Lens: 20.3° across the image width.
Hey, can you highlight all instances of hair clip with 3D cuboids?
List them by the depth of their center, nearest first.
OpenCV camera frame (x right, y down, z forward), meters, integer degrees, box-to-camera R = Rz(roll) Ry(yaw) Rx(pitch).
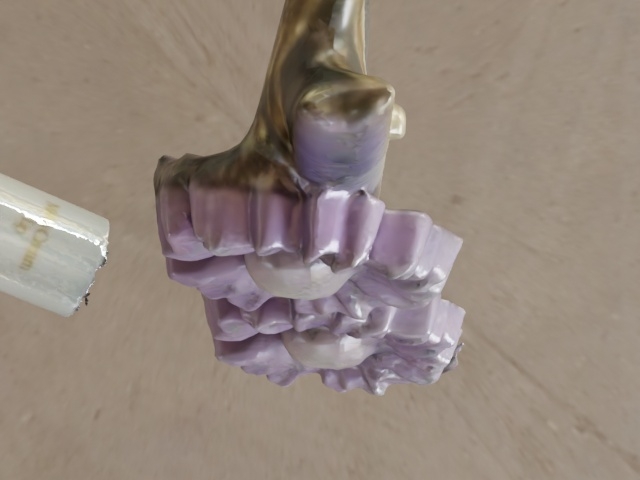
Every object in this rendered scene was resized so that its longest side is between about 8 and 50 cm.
[{"bbox_3d":[0.000,0.000,0.629,0.106,0.292,0.084,4,68,4],"label":"hair clip"}]

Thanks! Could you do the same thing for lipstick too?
[{"bbox_3d":[-0.235,-0.035,0.895,0.264,0.059,0.059,24,92,-17],"label":"lipstick"}]
